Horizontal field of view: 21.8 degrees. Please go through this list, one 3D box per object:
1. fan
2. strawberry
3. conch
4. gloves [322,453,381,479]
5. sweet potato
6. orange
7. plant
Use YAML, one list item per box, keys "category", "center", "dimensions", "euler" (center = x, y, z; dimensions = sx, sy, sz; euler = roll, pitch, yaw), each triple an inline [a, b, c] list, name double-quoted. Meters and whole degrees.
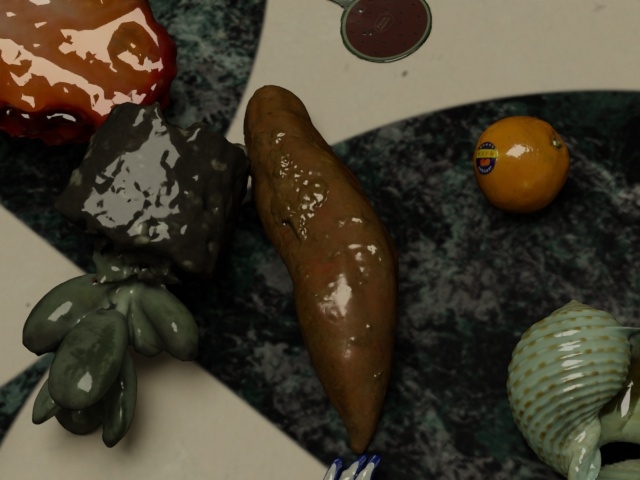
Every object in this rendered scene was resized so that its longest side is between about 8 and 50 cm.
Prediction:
- category: "fan"
  center: [0.041, -0.208, 1.526]
  dimensions: [0.133, 0.005, 0.085]
  euler: [30, 72, 25]
- category: "strawberry"
  center: [-0.277, -0.187, 1.516]
  dimensions: [0.336, 0.149, 0.265]
  euler: [36, 68, 17]
- category: "conch"
  center: [0.207, 0.121, 1.243]
  dimensions: [0.135, 0.102, 0.153]
  euler: [-6, 92, -3]
- category: "gloves"
  center: [0.026, 0.203, 1.281]
  dimensions: [0.064, 0.026, 0.086]
  euler: [19, 62, 20]
- category: "sweet potato"
  center: [0.006, -0.005, 1.364]
  dimensions: [0.095, 0.106, 0.355]
  euler: [0, 55, -27]
- category: "orange"
  center: [0.165, -0.063, 1.368]
  dimensions: [0.083, 0.083, 0.084]
  euler: [-6, 60, 10]
- category: "plant"
  center: [-0.153, 0.030, 1.353]
  dimensions: [0.149, 0.146, 0.275]
  euler: [16, 73, 12]
